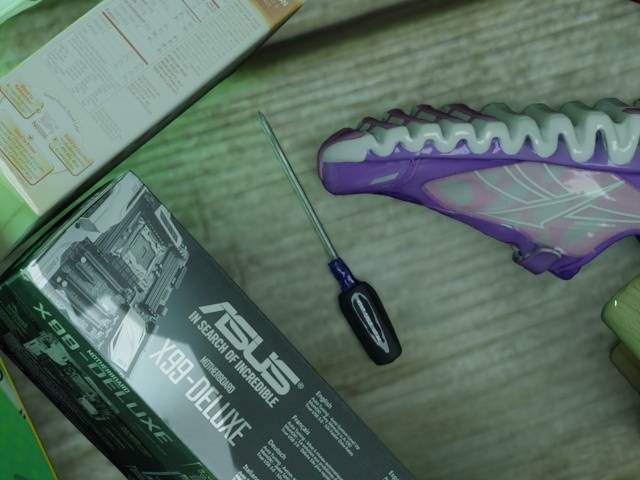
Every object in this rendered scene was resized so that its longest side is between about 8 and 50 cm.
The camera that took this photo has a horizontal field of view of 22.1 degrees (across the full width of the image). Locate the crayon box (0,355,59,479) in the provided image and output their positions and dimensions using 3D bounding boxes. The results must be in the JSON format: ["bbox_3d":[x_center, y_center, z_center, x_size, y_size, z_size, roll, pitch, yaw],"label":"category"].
[{"bbox_3d":[-0.247,0.114,0.907,0.165,0.081,0.278,-19,98,33],"label":"crayon box"}]

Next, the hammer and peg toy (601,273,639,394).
[{"bbox_3d":[0.234,0.061,0.895,0.361,0.266,0.127,-42,75,2],"label":"hammer and peg toy"}]

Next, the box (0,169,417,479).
[{"bbox_3d":[-0.047,0.114,0.872,0.076,0.242,0.307,-44,96,-18],"label":"box"}]

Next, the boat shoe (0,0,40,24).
[{"bbox_3d":[-0.123,-0.186,0.920,0.277,0.098,0.096,-26,119,9],"label":"boat shoe"}]

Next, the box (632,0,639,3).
[{"bbox_3d":[0.261,-0.248,0.915,0.123,0.128,0.256,14,95,-5],"label":"box"}]

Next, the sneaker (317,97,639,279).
[{"bbox_3d":[0.116,-0.027,0.952,0.236,0.095,0.104,-1,104,-5],"label":"sneaker"}]

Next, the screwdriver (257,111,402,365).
[{"bbox_3d":[0.000,0.000,0.982,0.025,0.024,0.170,-32,91,29],"label":"screwdriver"}]

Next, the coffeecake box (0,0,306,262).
[{"bbox_3d":[-0.113,-0.079,0.871,0.185,0.142,0.068,-42,95,-22],"label":"coffeecake box"}]
